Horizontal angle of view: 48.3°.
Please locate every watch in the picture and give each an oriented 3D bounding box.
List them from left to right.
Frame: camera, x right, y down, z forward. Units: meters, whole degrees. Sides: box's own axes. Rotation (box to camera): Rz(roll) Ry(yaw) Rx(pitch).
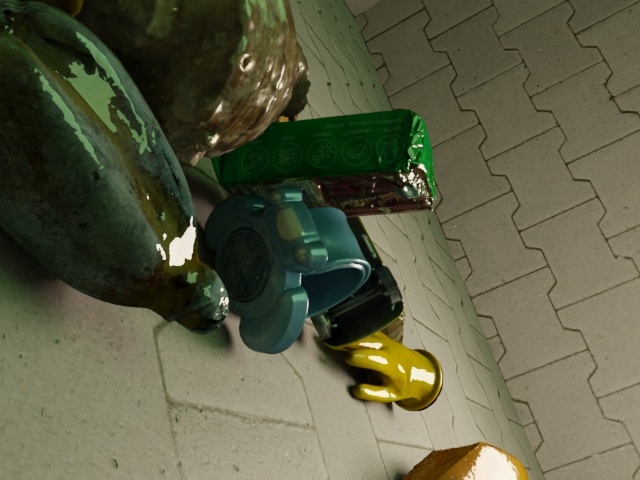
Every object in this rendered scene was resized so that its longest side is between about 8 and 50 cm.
[{"bbox_3d":[-0.027,0.031,0.924,0.193,0.211,0.211,5,58,-51],"label":"watch"}]

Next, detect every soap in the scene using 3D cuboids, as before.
[{"bbox_3d":[0.009,-0.092,0.945,0.218,0.273,0.098,46,42,-69],"label":"soap"}]

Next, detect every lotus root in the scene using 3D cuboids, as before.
[{"bbox_3d":[-0.195,-0.041,0.610,0.322,0.140,0.158,62,32,-27],"label":"lotus root"}]

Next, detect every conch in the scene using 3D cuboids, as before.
[{"bbox_3d":[-0.149,-0.190,0.753,0.297,0.210,0.352,39,-8,23],"label":"conch"}]

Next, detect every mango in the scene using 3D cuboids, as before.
[{"bbox_3d":[0.227,0.421,1.141,0.199,0.201,0.350,39,13,28],"label":"mango"}]

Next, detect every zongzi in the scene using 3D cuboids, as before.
[{"bbox_3d":[0.104,0.141,1.422,0.178,0.081,0.189,78,-14,-50],"label":"zongzi"}]

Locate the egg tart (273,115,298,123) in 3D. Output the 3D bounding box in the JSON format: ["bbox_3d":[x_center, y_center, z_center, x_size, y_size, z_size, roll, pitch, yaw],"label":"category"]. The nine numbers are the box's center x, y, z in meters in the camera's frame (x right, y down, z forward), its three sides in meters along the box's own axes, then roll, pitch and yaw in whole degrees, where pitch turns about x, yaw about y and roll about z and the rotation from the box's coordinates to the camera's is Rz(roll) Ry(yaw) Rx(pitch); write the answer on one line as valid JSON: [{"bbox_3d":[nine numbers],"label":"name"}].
[{"bbox_3d":[-0.135,-0.311,1.252,0.297,0.132,0.297,-23,90,-89],"label":"egg tart"}]

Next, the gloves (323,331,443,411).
[{"bbox_3d":[0.093,0.205,1.242,0.294,0.116,0.133,34,5,-44],"label":"gloves"}]

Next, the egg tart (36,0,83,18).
[{"bbox_3d":[-0.271,-0.332,0.823,0.074,0.191,0.191,30,15,6],"label":"egg tart"}]

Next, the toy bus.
[{"bbox_3d":[0.000,0.000,1.127,0.330,0.144,0.152,63,-2,4],"label":"toy bus"}]
